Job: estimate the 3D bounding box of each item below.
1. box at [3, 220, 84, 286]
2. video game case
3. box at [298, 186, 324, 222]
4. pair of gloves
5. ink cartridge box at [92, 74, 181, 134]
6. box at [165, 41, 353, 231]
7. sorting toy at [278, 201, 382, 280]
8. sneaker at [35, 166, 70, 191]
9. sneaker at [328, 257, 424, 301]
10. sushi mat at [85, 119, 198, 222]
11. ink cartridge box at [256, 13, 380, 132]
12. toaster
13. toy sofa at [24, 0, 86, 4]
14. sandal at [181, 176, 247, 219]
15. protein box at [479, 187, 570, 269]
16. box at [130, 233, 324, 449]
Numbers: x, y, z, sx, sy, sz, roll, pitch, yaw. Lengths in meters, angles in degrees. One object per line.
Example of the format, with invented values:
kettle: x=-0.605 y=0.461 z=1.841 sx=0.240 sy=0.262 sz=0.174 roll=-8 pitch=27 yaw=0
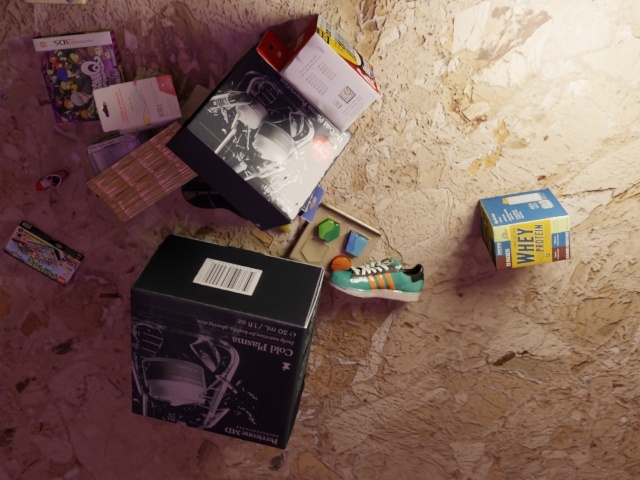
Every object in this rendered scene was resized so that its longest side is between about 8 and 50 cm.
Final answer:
box: x=-0.840 y=0.042 z=1.979 sx=0.207 sy=0.036 sz=0.114 roll=33 pitch=113 yaw=-15
video game case: x=-0.628 y=-0.433 z=1.734 sx=0.210 sy=0.042 sz=0.232 roll=-4 pitch=117 yaw=4
box: x=-0.093 y=-0.159 z=1.812 sx=0.225 sy=0.136 sz=0.036 roll=31 pitch=142 yaw=-15
pair of gloves: x=-0.409 y=-0.339 z=1.735 sx=0.240 sy=0.042 sz=0.204 roll=20 pitch=82 yaw=-14
ink cartridge box: x=-0.467 y=-0.343 z=1.661 sx=0.198 sy=0.067 sz=0.115 roll=-15 pitch=91 yaw=-18
box: x=-0.148 y=-0.254 z=1.650 sx=0.343 sy=0.179 sz=0.312 roll=42 pitch=66 yaw=-18
sorting toy: x=0.000 y=0.000 z=1.941 sx=0.307 sy=0.041 sz=0.229 roll=27 pitch=114 yaw=-12
sneaker: x=-0.775 y=-0.166 z=1.856 sx=0.118 sy=0.067 sz=0.042 roll=-27 pitch=113 yaw=14
sneaker: x=0.171 y=0.103 z=1.949 sx=0.302 sy=0.108 sz=0.121 roll=7 pitch=106 yaw=-21
sushi mat: x=-0.452 y=-0.178 z=1.729 sx=0.316 sy=0.019 sz=0.151 roll=-31 pitch=115 yaw=12
ink cartridge box: x=-0.002 y=-0.435 z=1.572 sx=0.272 sy=0.309 sz=0.130 roll=40 pitch=110 yaw=-18
toaster: x=-0.541 y=-0.220 z=1.794 sx=0.227 sy=0.129 sz=0.146 roll=-16 pitch=111 yaw=8
toy sofa: x=-0.636 y=-0.740 z=1.506 sx=0.150 sy=0.177 sz=0.363 roll=1 pitch=118 yaw=0
sandal: x=-0.247 y=-0.138 z=1.859 sx=0.302 sy=0.086 sz=0.120 roll=14 pitch=123 yaw=11
protein box: x=0.568 y=-0.035 z=1.825 sx=0.201 sy=0.200 sz=0.136 roll=-9 pitch=116 yaw=6
box: x=-0.271 y=0.291 z=1.883 sx=0.479 sy=0.297 sz=0.472 roll=12 pitch=123 yaw=4
